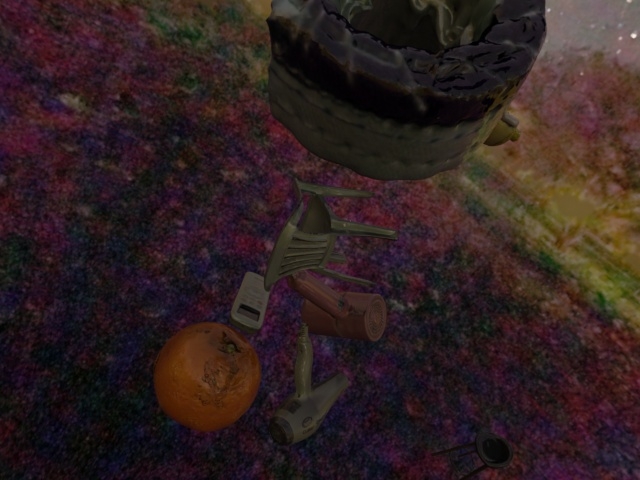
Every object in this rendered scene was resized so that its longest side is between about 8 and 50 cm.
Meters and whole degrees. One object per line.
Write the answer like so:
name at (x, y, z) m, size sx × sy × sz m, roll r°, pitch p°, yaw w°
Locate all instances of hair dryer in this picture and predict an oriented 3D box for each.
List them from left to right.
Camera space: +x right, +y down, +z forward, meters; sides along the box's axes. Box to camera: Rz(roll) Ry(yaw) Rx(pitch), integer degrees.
hair dryer at (-0.006, 0.272, 0.927) m, size 0.088 × 0.225 × 0.219 m, roll 11°, pitch -3°, yaw 30°
hair dryer at (0.004, 0.149, 1.188) m, size 0.210 × 0.126 × 0.352 m, roll 0°, pitch -28°, yaw 34°

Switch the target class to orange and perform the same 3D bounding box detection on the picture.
orange at (-0.261, 0.313, 1.091) m, size 0.246 × 0.246 × 0.246 m, roll 30°, pitch 21°, yaw -13°

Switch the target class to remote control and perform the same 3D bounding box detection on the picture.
remote control at (-0.185, 0.161, 1.262) m, size 0.090 × 0.038 × 0.309 m, roll 28°, pitch 15°, yaw -8°

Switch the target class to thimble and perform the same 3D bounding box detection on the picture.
thimble at (0.062, -0.171, 0.417) m, size 0.237 × 0.150 × 0.238 m, roll 3°, pitch 64°, yaw -5°

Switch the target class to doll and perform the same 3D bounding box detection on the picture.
doll at (0.272, -0.222, 0.807) m, size 0.162 × 0.062 × 0.106 m, roll 35°, pitch -14°, yaw -21°

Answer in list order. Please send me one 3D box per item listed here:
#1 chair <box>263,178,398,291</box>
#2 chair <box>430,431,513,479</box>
chair at (0.000, 0.000, 0.952) m, size 0.274 × 0.204 × 0.191 m, roll 5°, pitch 29°, yaw -27°
chair at (0.402, 0.578, 1.264) m, size 0.095 × 0.221 × 0.104 m, roll 37°, pitch 44°, yaw -5°
